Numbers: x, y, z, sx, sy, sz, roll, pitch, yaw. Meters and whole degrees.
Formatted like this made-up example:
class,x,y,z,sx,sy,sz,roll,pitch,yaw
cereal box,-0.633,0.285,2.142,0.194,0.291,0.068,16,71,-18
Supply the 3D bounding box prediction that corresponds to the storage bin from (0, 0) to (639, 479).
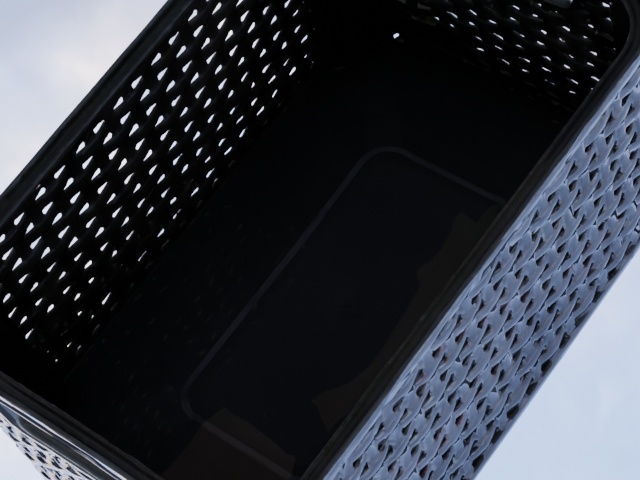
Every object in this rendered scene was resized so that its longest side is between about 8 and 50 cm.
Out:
class,x,y,z,sx,sy,sz,roll,pitch,yaw
storage bin,0.000,0.000,0.494,0.122,0.084,0.180,29,-111,27
